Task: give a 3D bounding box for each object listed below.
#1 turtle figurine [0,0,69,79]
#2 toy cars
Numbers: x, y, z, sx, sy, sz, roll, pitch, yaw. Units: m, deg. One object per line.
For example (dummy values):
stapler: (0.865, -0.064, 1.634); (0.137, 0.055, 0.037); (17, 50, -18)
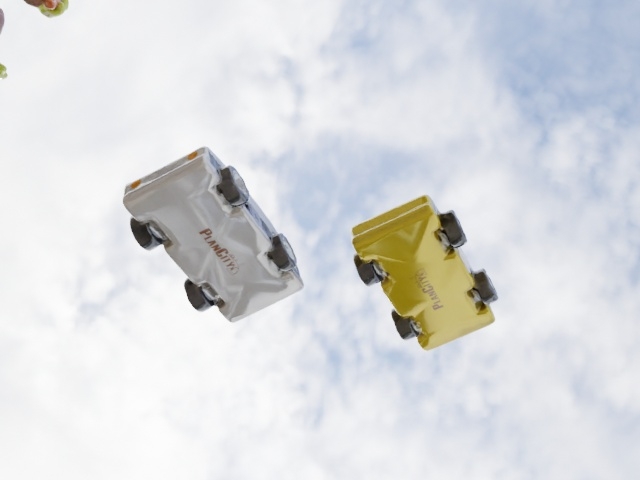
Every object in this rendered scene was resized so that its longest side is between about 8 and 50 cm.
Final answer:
turtle figurine: (-0.308, -0.263, 0.985); (0.087, 0.269, 0.217); (2, -119, 12)
toy cars: (0.000, 0.000, 1.012); (0.176, 0.393, 0.087); (-60, -150, 36)
